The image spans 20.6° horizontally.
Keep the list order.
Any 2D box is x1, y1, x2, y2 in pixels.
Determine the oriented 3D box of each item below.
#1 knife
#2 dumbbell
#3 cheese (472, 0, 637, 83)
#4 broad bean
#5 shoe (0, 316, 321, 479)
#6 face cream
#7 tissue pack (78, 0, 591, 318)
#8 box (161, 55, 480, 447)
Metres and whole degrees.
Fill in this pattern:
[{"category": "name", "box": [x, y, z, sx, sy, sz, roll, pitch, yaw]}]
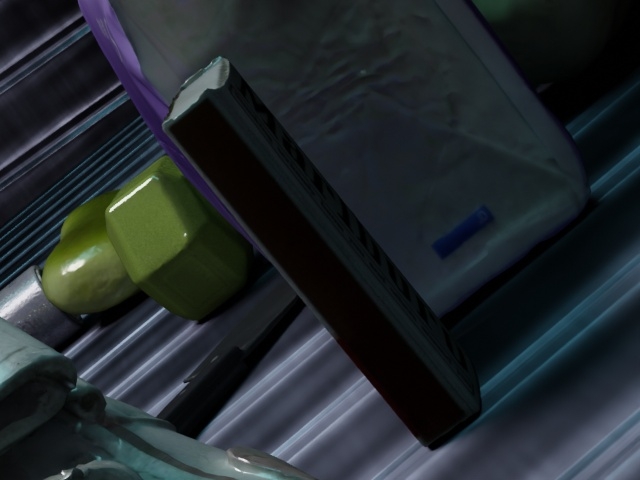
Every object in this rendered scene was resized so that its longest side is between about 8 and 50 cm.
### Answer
[{"category": "knife", "box": [-0.051, 0.065, 1.095, 0.072, 0.019, 0.245, -31, 11, 43]}, {"category": "dumbbell", "box": [-0.013, -0.066, 1.244, 0.302, 0.121, 0.108, -37, 39, 13]}, {"category": "cheese", "box": [0.140, -0.273, 1.095, 0.129, 0.351, 0.328, 2, 36, 15]}, {"category": "broad bean", "box": [-0.182, 0.011, 1.556, 0.124, 0.082, 0.174, -24, 21, 4]}, {"category": "shoe", "box": [-0.072, 0.121, 0.480, 0.172, 0.198, 0.351, -47, 13, -29]}, {"category": "face cream", "box": [-0.341, 0.134, 1.575, 0.283, 0.073, 0.073, -38, 11, 3]}, {"category": "tissue pack", "box": [-0.016, -0.090, 0.992, 0.160, 0.242, 0.338, -38, 12, -4]}, {"category": "box", "box": [0.000, 0.000, 0.771, 0.036, 0.177, 0.115, -38, 12, 6]}]
